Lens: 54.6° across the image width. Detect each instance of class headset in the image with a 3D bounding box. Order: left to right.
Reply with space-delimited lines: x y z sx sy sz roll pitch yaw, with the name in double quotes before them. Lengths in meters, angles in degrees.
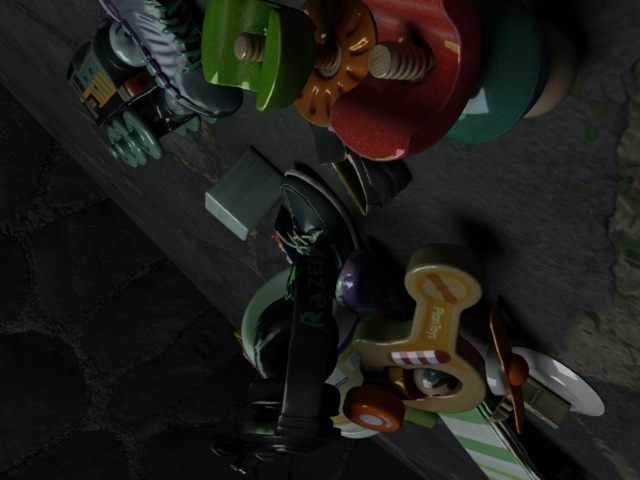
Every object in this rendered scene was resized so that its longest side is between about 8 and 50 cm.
"headset" -0.063 0.194 0.876 0.185 0.243 0.394 6 130 -4

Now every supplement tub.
"supplement tub" 0.020 0.214 1.164 0.228 0.228 0.316 24 156 46

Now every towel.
"towel" 0.294 0.349 1.137 0.325 0.038 0.248 52 164 1

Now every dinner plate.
"dinner plate" 0.309 0.193 0.830 0.141 0.017 0.141 36 163 13

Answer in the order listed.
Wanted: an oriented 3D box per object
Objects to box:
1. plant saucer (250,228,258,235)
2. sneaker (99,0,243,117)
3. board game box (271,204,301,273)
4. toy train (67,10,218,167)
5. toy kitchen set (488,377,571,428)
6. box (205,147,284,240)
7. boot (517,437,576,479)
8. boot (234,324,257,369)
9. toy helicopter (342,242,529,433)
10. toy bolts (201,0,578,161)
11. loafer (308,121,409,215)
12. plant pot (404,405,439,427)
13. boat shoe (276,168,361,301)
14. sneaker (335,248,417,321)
"plant saucer" -0.169 -0.036 1.334 0.083 0.015 0.083 38 163 13
"sneaker" -0.168 -0.236 0.701 0.224 0.083 0.098 46 158 -13
"board game box" -0.044 0.020 1.000 0.133 0.033 0.169 56 -166 -17
"toy train" -0.267 -0.217 0.895 0.190 0.142 0.334 57 160 -17
"toy kitchen set" 0.284 0.241 0.856 0.075 0.068 0.083 35 163 19
"box" -0.115 -0.070 0.968 0.087 0.101 0.102 41 166 -1
"boot" 0.420 0.484 1.197 0.280 0.096 0.264 50 166 -19
"boot" -0.061 0.231 1.426 0.104 0.211 0.295 22 155 51
"toy helicopter" 0.154 0.129 0.756 0.235 0.140 0.355 12 144 13
"toy bolts" 0.055 -0.155 0.393 0.228 0.158 0.218 41 127 40
"loafer" 0.021 -0.100 0.647 0.170 0.061 0.062 46 164 -13
"plant pot" 0.232 0.394 1.436 0.079 0.083 0.083 28 162 6
"boat shoe" 0.000 0.000 0.924 0.095 0.079 0.254 30 160 39
"sneaker" 0.107 0.098 0.932 0.104 0.095 0.236 19 158 39
